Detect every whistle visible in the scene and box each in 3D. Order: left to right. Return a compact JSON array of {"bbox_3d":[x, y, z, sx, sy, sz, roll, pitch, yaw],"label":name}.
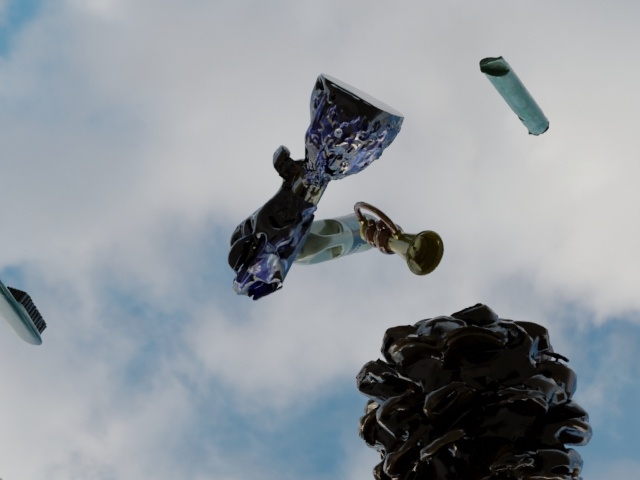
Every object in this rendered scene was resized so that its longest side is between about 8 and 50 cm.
[{"bbox_3d":[0.067,-0.005,0.784,0.109,0.057,0.046,26,-86,49],"label":"whistle"},{"bbox_3d":[0.290,-0.216,1.157,0.039,0.186,0.039,-17,-122,30],"label":"whistle"}]

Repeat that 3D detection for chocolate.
[{"bbox_3d":[-0.028,-0.064,1.051,0.148,0.126,0.343,50,-61,29],"label":"chocolate"}]

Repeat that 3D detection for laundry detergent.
[{"bbox_3d":[0.000,0.000,1.239,0.099,0.226,0.070,2,-81,38],"label":"laundry detergent"}]

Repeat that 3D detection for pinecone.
[{"bbox_3d":[0.159,0.190,0.775,0.244,0.243,0.257,-31,-157,-2],"label":"pinecone"}]

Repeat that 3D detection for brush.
[{"bbox_3d":[-0.340,0.054,0.839,0.043,0.193,0.032,15,-127,16],"label":"brush"}]

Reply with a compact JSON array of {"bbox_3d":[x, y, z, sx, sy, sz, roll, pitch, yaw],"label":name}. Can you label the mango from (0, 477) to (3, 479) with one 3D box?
[{"bbox_3d":[-0.379,0.345,0.806,0.343,0.192,0.155,24,-84,45],"label":"mango"}]
